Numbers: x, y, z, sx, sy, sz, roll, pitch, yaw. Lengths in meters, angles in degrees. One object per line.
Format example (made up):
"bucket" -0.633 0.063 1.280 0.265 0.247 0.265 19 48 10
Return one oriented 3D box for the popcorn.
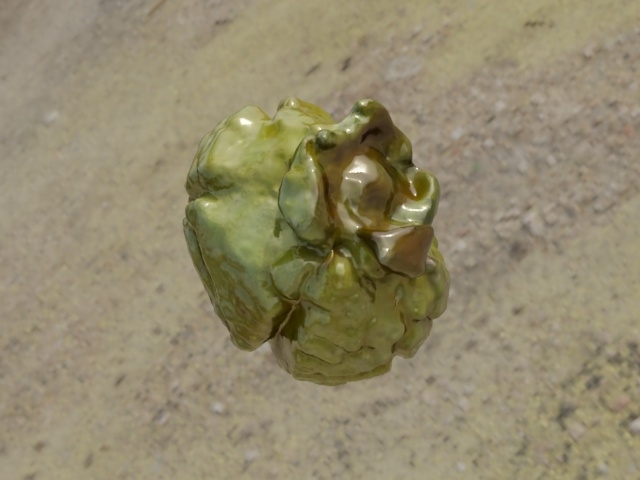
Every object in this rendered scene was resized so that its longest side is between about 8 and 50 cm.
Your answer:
"popcorn" 0.000 0.000 1.132 0.224 0.257 0.270 -33 40 -23
